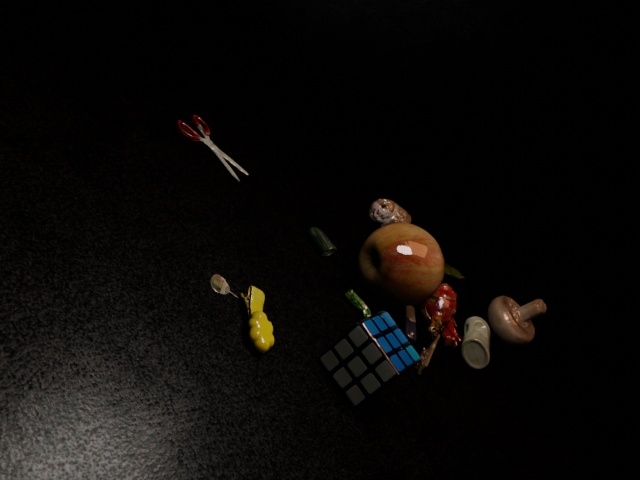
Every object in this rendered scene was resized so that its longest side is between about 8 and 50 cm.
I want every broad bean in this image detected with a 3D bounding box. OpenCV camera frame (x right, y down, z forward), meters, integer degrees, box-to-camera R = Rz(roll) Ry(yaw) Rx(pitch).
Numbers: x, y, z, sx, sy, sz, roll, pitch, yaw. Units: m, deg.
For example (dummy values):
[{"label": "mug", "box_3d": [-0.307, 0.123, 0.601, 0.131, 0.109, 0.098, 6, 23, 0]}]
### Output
[{"label": "broad bean", "box_3d": [0.471, 0.107, 2.597, 0.297, 0.043, 0.060, 17, 46, -47]}]

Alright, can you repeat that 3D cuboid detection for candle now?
[{"label": "candle", "box_3d": [0.407, 0.245, 2.270, 0.084, 0.059, 0.302, 38, 24, -37]}]

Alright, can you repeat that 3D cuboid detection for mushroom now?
[{"label": "mushroom", "box_3d": [0.753, 0.290, 2.550, 0.207, 0.215, 0.207, 35, 34, -28]}]

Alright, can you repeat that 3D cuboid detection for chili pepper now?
[{"label": "chili pepper", "box_3d": [0.113, 0.194, 1.929, 0.055, 0.035, 0.118, -14, 71, -48]}]

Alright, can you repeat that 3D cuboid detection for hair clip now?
[{"label": "hair clip", "box_3d": [-0.142, 0.183, 1.532, 0.072, 0.046, 0.173, 33, 27, -36]}]

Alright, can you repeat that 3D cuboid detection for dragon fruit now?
[{"label": "dragon fruit", "box_3d": [0.372, 0.230, 2.142, 0.125, 0.125, 0.246, 1, 29, 11]}]

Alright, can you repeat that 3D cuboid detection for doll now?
[{"label": "doll", "box_3d": [0.279, -0.075, 2.503, 0.221, 0.105, 0.115, 37, 25, -16]}]

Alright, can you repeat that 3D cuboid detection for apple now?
[{"label": "apple", "box_3d": [0.242, 0.075, 2.049, 0.233, 0.257, 0.257, 1, 48, -41]}]

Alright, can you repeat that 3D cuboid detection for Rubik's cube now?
[{"label": "Rubik's cube", "box_3d": [0.124, 0.289, 1.643, 0.162, 0.163, 0.160, 51, 25, 16]}]

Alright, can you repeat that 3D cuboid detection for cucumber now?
[{"label": "cucumber", "box_3d": [0.000, 0.000, 2.033, 0.105, 0.048, 0.048, 53, 26, 21]}]

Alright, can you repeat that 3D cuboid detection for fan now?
[{"label": "fan", "box_3d": [-0.228, 0.112, 1.559, 0.080, 0.003, 0.060, 50, 26, 10]}]

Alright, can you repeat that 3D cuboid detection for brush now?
[{"label": "brush", "box_3d": [0.322, 0.334, 2.020, 0.036, 0.043, 0.248, 40, 24, 7]}]

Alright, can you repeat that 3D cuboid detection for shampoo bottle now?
[{"label": "shampoo bottle", "box_3d": [0.532, 0.333, 2.285, 0.118, 0.087, 0.234, 64, 22, -12]}]

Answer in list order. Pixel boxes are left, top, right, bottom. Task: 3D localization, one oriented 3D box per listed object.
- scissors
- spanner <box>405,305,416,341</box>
[{"label": "scissors", "box_3d": [-0.316, -0.273, 1.999, 0.248, 0.017, 0.144, 46, 25, -3]}, {"label": "spanner", "box_3d": [0.284, 0.218, 2.168, 0.087, 0.024, 0.316, 37, 27, -14]}]
